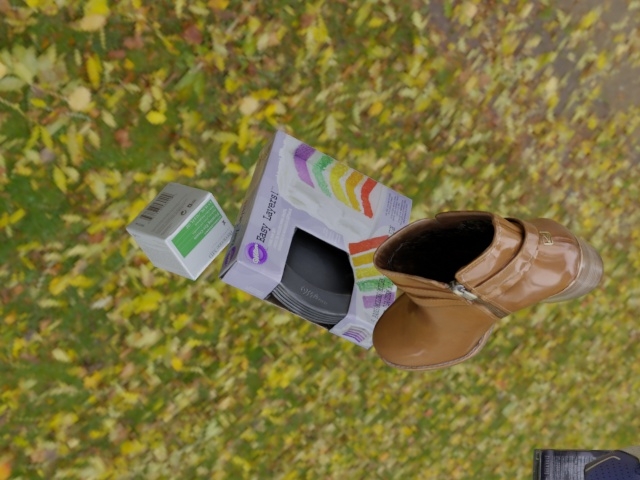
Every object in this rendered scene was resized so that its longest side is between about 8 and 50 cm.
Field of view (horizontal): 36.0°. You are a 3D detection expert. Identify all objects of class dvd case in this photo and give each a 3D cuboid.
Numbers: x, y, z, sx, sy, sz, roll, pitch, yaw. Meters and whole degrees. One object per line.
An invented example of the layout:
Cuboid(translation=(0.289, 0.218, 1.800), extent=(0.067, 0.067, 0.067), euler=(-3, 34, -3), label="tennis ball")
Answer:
Cuboid(translation=(0.352, 0.348, 1.244), extent=(0.221, 0.018, 0.165), euler=(8, 81, -30), label="dvd case")

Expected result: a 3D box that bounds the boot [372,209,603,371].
Cuboid(translation=(0.118, 0.053, 0.972), extent=(0.283, 0.109, 0.220), euler=(-20, 159, 35), label="boot")

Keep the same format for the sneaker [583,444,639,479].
Cuboid(translation=(0.449, 0.248, 1.077), extent=(0.315, 0.127, 0.182), euler=(-7, 148, 4), label="sneaker")

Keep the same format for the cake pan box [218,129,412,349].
Cuboid(translation=(0.000, 0.000, 1.418), extent=(0.070, 0.245, 0.267), euler=(-48, -160, 49), label="cake pan box")

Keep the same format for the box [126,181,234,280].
Cuboid(translation=(-0.198, -0.014, 1.408), extent=(0.101, 0.102, 0.087), euler=(-50, 132, -23), label="box")
